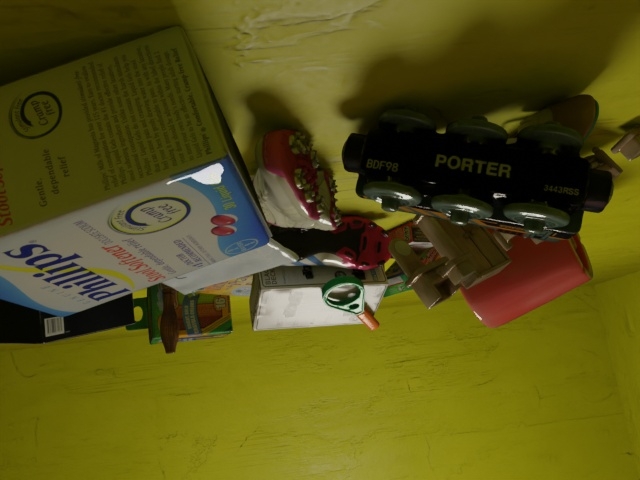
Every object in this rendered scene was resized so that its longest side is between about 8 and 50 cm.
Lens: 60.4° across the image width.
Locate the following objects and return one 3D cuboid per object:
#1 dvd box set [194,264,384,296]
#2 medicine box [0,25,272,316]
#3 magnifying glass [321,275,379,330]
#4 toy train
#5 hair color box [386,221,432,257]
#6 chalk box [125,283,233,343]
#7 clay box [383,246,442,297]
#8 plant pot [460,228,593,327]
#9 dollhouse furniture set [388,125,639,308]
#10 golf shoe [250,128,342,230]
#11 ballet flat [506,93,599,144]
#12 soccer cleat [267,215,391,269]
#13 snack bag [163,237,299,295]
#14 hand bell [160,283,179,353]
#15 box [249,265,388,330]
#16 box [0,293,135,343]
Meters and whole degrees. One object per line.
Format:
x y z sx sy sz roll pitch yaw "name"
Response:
-0.096 0.081 1.377 0.420 0.062 0.307 8 157 -25 "dvd box set"
-0.226 -0.049 0.596 0.289 0.149 0.263 -21 163 -2 "medicine box"
0.077 0.145 1.226 0.092 0.026 0.231 -26 138 13 "magnifying glass"
0.197 -0.079 0.735 0.334 0.142 0.190 10 172 14 "toy train"
0.205 0.002 1.361 0.093 0.053 0.167 2 165 -33 "hair color box"
-0.419 0.203 1.606 0.289 0.180 0.179 -3 166 -21 "chalk box"
0.248 0.053 1.422 0.222 0.053 0.127 -43 -169 -36 "clay box"
0.455 0.038 1.247 0.243 0.275 0.275 -25 159 30 "plant pot"
0.311 -0.081 0.943 0.303 0.174 0.355 -21 156 -32 "dollhouse furniture set"
-0.057 -0.072 0.818 0.140 0.115 0.306 -6 166 11 "golf shoe"
0.305 -0.139 0.794 0.073 0.080 0.232 6 165 -5 "ballet flat"
0.000 0.000 1.180 0.331 0.116 0.143 4 179 -33 "soccer cleat"
-0.246 -0.005 0.957 0.323 0.037 0.342 -17 145 31 "snack bag"
-0.323 0.117 1.171 0.126 0.242 0.126 -7 166 -2 "hand bell"
-0.010 0.119 1.254 0.290 0.087 0.169 -2 140 -15 "box"
-0.563 0.154 1.187 0.184 0.103 0.261 -7 178 21 "box"
